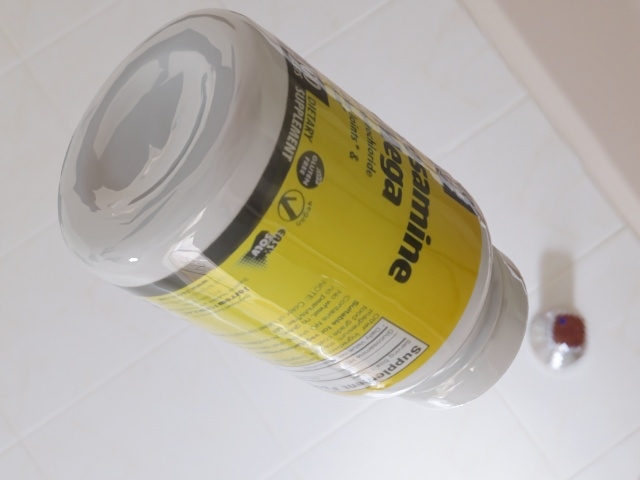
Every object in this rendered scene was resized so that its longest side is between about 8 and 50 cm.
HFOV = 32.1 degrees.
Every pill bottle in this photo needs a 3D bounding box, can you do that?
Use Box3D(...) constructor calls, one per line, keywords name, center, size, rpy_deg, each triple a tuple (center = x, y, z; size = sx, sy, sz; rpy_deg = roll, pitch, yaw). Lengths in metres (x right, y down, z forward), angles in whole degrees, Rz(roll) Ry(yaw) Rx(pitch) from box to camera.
Box3D(name="pill bottle", center=(0.000, 0.000, 0.785), size=(0.334, 0.188, 0.188), rpy_deg=(32, -169, -40))
